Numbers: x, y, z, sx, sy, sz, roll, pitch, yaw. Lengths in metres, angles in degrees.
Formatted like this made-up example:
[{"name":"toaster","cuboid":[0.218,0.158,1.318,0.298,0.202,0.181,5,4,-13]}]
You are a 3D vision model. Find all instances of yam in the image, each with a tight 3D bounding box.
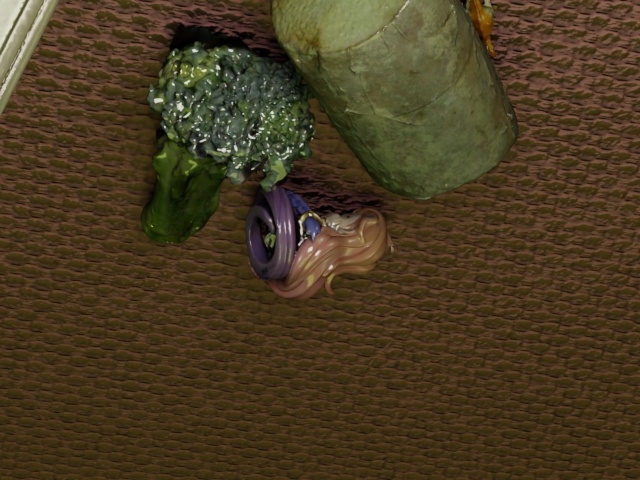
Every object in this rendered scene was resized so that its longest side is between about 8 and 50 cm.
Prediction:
[{"name":"yam","cuboid":[0.066,-0.159,1.703,0.161,0.161,0.268,-16,141,18]}]

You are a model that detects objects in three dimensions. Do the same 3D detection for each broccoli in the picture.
[{"name":"broccoli","cuboid":[-0.112,-0.076,1.836,0.165,0.145,0.304,15,152,-13]}]

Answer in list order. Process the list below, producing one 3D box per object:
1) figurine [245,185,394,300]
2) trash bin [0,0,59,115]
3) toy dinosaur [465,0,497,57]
[{"name":"figurine","cuboid":[-0.003,0.008,1.944,0.157,0.114,0.126,16,154,-23]},{"name":"trash bin","cuboid":[-0.359,-0.210,1.586,0.247,0.243,0.121,30,175,-29]},{"name":"toy dinosaur","cuboid":[0.143,-0.211,1.730,0.026,0.041,0.113,-9,137,15]}]
